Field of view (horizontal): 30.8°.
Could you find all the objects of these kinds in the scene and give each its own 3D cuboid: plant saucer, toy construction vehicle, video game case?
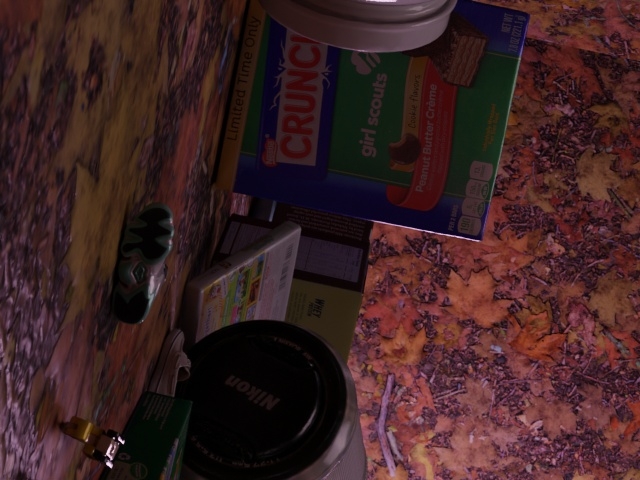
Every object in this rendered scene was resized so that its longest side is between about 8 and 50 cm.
[{"bbox_3d":[-0.101,-0.018,1.970,0.195,0.037,0.195,12,90,-89],"label":"plant saucer"},{"bbox_3d":[-0.174,0.168,0.812,0.098,0.035,0.086,89,24,-73],"label":"toy construction vehicle"},{"bbox_3d":[-0.105,0.109,1.419,0.206,0.026,0.227,-34,143,-50],"label":"video game case"}]

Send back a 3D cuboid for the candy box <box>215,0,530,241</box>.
[{"bbox_3d":[0.058,-0.164,1.354,0.122,0.317,0.268,-58,159,-82],"label":"candy box"}]

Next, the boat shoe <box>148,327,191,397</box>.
[{"bbox_3d":[-0.152,0.134,1.208,0.100,0.035,0.035,-76,177,-49],"label":"boat shoe"}]

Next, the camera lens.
[{"bbox_3d":[-0.059,0.238,1.336,0.274,0.219,0.219,80,19,-54],"label":"camera lens"}]

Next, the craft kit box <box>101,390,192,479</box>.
[{"bbox_3d":[-0.184,0.307,1.078,0.250,0.060,0.247,-75,179,-68],"label":"craft kit box"}]

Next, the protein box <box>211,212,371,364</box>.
[{"bbox_3d":[-0.050,0.096,1.596,0.136,0.201,0.200,-75,177,-59],"label":"protein box"}]

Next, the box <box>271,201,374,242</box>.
[{"bbox_3d":[0.000,0.000,1.961,0.168,0.166,0.203,100,2,-52],"label":"box"}]

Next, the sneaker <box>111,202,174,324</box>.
[{"bbox_3d":[-0.135,0.011,0.902,0.069,0.038,0.098,-79,-170,-76],"label":"sneaker"}]

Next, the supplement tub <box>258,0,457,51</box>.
[{"bbox_3d":[0.058,-0.372,1.093,0.241,0.240,0.331,-76,178,-52],"label":"supplement tub"}]
